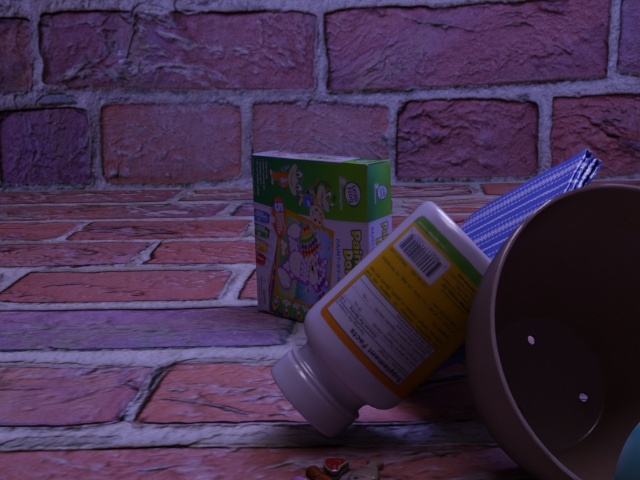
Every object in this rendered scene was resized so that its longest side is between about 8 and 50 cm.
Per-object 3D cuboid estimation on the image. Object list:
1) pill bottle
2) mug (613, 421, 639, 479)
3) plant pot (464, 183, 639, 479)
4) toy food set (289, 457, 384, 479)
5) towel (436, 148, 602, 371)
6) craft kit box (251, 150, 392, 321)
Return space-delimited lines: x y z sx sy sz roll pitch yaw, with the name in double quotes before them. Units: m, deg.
"pill bottle" 0.070 0.088 1.054 0.245 0.136 0.136 -43 11 5
"mug" 0.297 0.178 0.745 0.129 0.158 0.097 -8 6 -27
"plant pot" 0.247 0.114 0.933 0.284 0.284 0.191 -5 -17 -19
"toy food set" 0.011 0.223 0.935 0.077 0.019 0.122 2 12 14
"towel" 0.203 0.038 1.223 0.243 0.040 0.336 -31 17 47
"craft kit box" 0.000 0.000 1.477 0.246 0.250 0.061 8 14 43
